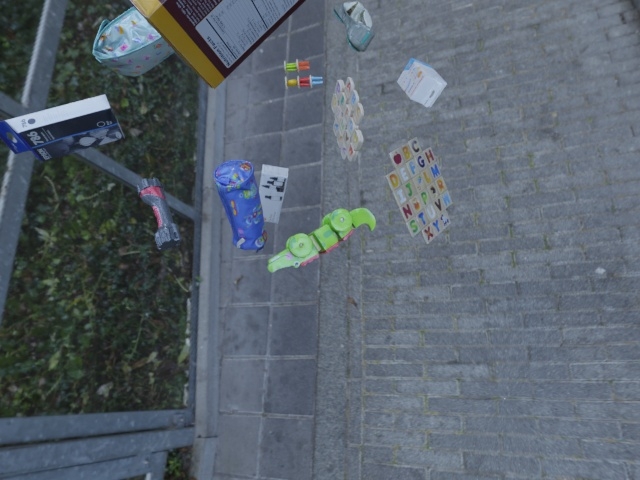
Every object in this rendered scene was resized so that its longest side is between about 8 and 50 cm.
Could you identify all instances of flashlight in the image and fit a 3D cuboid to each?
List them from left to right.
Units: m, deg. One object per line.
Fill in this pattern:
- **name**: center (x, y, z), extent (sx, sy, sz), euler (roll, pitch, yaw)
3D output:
- **flashlight**: center (-0.648, -0.104, 1.660), extent (0.103, 0.103, 0.304), euler (-50, 57, 48)

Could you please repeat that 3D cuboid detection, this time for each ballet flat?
- **ballet flat**: center (0.085, -0.526, 0.991), extent (0.068, 0.072, 0.213), euler (-45, 42, 35)

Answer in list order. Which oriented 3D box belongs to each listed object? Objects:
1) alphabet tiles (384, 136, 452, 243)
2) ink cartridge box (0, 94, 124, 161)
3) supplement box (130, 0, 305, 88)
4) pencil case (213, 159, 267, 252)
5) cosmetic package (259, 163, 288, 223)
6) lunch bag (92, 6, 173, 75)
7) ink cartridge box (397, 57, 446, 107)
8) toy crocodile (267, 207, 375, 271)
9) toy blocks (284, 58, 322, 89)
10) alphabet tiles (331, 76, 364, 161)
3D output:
- **alphabet tiles**: center (0.352, -0.175, 1.452), extent (0.285, 0.342, 0.011), euler (-34, 15, -36)
- **ink cartridge box**: center (-0.812, -0.341, 1.308), extent (0.333, 0.165, 0.065), euler (-22, 75, -16)
- **supplement box**: center (-0.139, -0.330, 0.484), extent (0.194, 0.129, 0.191), euler (-43, 71, 3)
- **pencil case**: center (-0.247, -0.099, 1.313), extent (0.119, 0.306, 0.133), euler (13, 46, 18)
- **cosmetic package**: center (-0.191, -0.173, 1.600), extent (0.099, 0.239, 0.060), euler (9, 45, -8)
- **lunch bag**: center (-0.689, -0.722, 1.534), extent (0.262, 0.223, 0.160), euler (-33, 101, -2)
- **ink cartridge box**: center (0.333, -0.513, 1.363), extent (0.092, 0.090, 0.143), euler (-58, 36, 36)
- **toy crocodile**: center (0.000, 0.000, 1.179), extent (0.341, 0.115, 0.105), euler (-32, 93, -15)
- **toy blocks**: center (-0.068, -0.667, 1.670), extent (0.148, 0.054, 0.123), euler (-4, 82, 1)
- **alphabet tiles**: center (0.093, -0.439, 1.534), extent (0.021, 0.278, 0.284), euler (-9, 68, -15)
